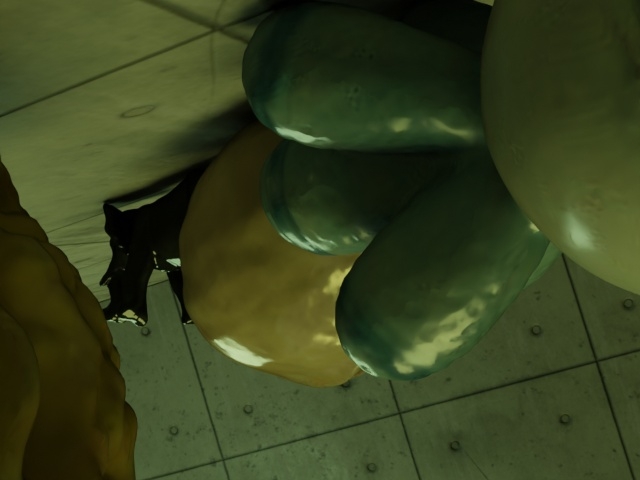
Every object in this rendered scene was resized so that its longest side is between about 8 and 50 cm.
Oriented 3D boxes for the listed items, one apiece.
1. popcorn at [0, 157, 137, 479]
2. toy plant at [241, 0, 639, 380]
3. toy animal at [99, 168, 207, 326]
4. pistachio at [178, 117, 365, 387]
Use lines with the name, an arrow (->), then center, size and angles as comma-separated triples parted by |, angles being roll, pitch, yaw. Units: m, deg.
popcorn -> -0.241, 0.116, 0.503 | 0.349, 0.349, 0.382 | -15, -153, -32
toy plant -> 0.091, -0.051, 0.575 | 0.332, 0.247, 0.247 | -17, 178, 42
toy animal -> -0.150, 0.014, 1.080 | 0.245, 0.146, 0.114 | -22, 157, 27
pistachio -> 0.000, 0.000, 0.886 | 0.230, 0.230, 0.309 | -14, 159, -42
